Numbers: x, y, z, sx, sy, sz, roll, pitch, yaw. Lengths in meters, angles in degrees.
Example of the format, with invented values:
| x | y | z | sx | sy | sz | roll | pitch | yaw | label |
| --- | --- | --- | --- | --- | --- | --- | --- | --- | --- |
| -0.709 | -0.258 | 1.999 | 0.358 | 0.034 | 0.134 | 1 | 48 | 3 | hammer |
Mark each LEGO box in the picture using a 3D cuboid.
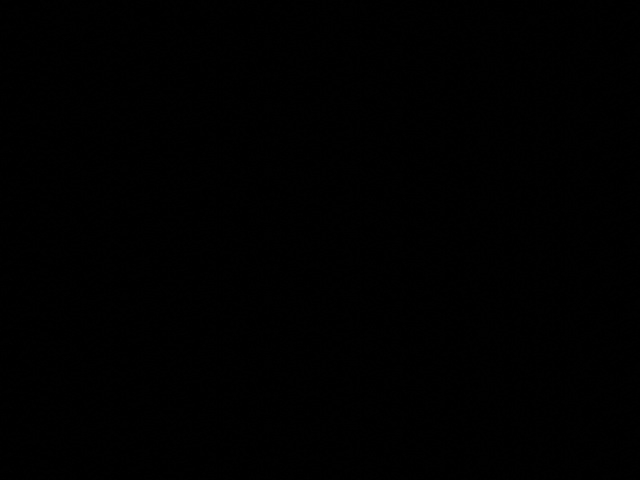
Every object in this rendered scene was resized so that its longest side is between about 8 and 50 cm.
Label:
| x | y | z | sx | sy | sz | roll | pitch | yaw | label |
| --- | --- | --- | --- | --- | --- | --- | --- | --- | --- |
| -0.023 | -0.036 | 0.144 | 0.193 | 0.372 | 0.500 | -47 | -11 | -17 | LEGO box |
